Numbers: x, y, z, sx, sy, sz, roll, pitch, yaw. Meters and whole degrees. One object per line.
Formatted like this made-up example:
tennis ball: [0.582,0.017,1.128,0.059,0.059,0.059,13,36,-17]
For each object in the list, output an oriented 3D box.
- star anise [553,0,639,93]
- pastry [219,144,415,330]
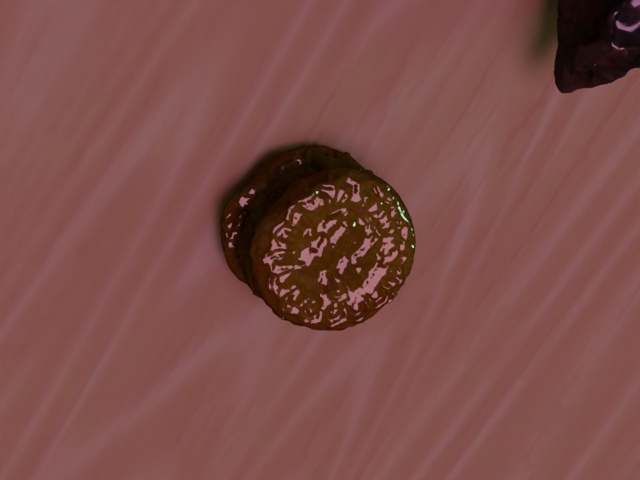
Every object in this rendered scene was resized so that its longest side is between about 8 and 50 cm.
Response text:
star anise: [0.182,-0.199,0.546,0.214,0.099,0.220,-30,123,-17]
pastry: [0.000,0.000,0.594,0.109,0.057,0.097,12,108,-28]
